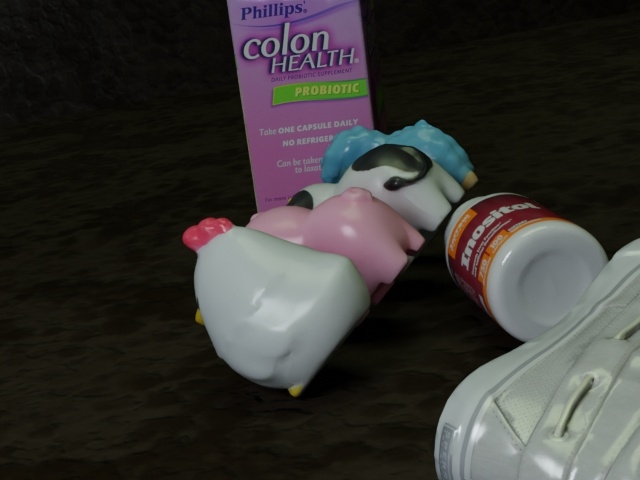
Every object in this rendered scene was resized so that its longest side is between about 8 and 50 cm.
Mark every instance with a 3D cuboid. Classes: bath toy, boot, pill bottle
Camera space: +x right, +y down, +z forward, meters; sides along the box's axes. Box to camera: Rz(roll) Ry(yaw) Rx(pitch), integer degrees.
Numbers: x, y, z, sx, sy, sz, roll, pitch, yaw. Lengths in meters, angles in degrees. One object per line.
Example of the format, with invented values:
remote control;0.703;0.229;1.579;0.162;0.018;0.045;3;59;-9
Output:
bath toy;0.000;0.000;0.931;0.129;0.151;0.348;38;27;4
boot;0.183;0.075;0.653;0.123;0.095;0.258;13;34;41
pill bottle;0.138;0.014;0.889;0.086;0.086;0.152;-10;14;-8

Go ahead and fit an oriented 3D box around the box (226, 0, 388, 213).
box;-0.001;-0.128;1.199;0.117;0.243;0.213;-7;14;7
